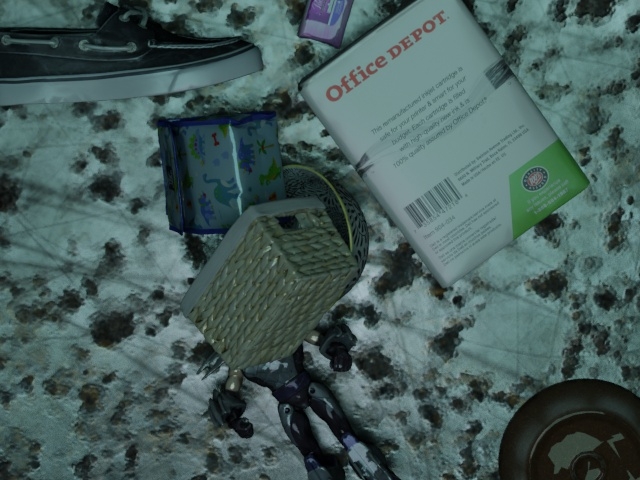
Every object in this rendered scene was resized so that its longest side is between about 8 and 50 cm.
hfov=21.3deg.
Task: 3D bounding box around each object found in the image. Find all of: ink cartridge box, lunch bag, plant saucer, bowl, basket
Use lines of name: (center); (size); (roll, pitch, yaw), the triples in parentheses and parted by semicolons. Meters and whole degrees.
ink cartridge box: (0.131, -0.119, 1.855); (0.198, 0.115, 0.273); (-36, 99, 4)
lunch bag: (-0.119, -0.073, 1.856); (0.151, 0.096, 0.129); (1, 100, 44)
plant saucer: (0.306, 0.260, 1.963); (0.198, 0.036, 0.199); (0, 98, -2)
bowl: (0.000, 0.000, 1.875); (0.080, 0.170, 0.170); (-5, 103, -45)
basket: (-0.052, 0.047, 1.798); (0.103, 0.113, 0.167); (53, 127, 22)

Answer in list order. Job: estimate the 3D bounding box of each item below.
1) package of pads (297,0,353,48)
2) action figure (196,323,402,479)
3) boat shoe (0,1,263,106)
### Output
package of pads: (0.008, -0.257, 1.870); (0.050, 0.032, 0.083); (15, 99, -5)
action figure: (-0.019, 0.182, 1.912); (0.185, 0.099, 0.285); (-33, 95, 13)
boat shoe: (-0.215, -0.208, 1.841); (0.301, 0.108, 0.102); (-4, 101, 6)
